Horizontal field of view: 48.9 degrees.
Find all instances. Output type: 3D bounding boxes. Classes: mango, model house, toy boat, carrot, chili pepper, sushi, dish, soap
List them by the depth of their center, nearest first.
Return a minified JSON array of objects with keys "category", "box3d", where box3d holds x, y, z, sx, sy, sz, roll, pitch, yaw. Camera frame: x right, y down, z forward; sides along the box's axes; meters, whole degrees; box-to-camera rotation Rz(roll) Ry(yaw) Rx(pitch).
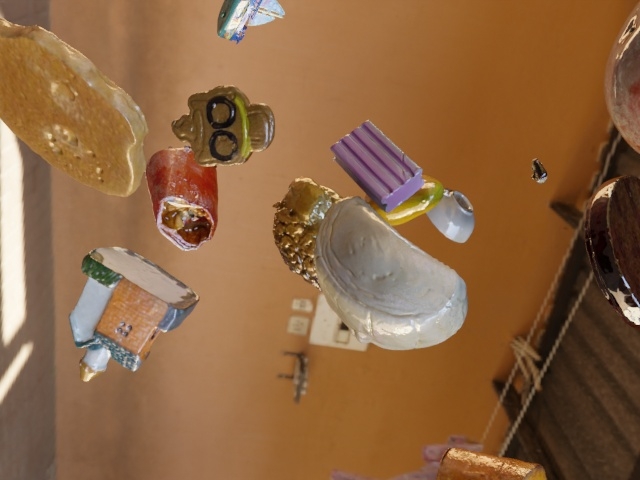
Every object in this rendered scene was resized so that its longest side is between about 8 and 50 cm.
[{"category":"toy boat","box3d":[-0.119,-0.440,1.323,0.175,0.110,0.091,-40,-133,55]},{"category":"soap","box3d":[0.129,-0.170,1.601,0.203,0.122,0.065,50,-7,29]},{"category":"model house","box3d":[-0.485,0.200,1.696,0.300,0.272,0.190,-59,178,4]},{"category":"mango","box3d":[0.214,-0.108,1.835,0.317,0.177,0.119,-7,-72,63]},{"category":"carrot","box3d":[0.451,0.645,1.900,0.254,0.196,0.195,14,-83,40]},{"category":"dish","box3d":[0.417,-0.109,2.228,0.086,0.236,0.227,-43,-117,31]},{"category":"sushi","box3d":[0.715,-0.231,2.315,0.046,0.044,0.083,79,-5,-60]},{"category":"chili pepper","box3d":[-0.448,-0.152,2.333,0.251,0.229,0.305,54,12,-46]}]

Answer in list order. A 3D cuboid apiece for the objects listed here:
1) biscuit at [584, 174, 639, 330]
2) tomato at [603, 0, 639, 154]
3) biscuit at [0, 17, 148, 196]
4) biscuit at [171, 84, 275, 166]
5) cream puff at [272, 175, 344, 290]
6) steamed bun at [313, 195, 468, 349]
[{"category":"biscuit","box3d":[0.796,0.037,1.767,0.091,0.408,0.407,-23,-127,46]},{"category":"tomato","box3d":[0.578,-0.250,1.029,0.317,0.283,0.316,24,90,-88]},{"category":"biscuit","box3d":[-0.501,-0.255,1.381,0.062,0.385,0.365,-54,177,-33]},{"category":"biscuit","box3d":[-0.257,-0.295,1.824,0.041,0.291,0.208,-34,122,-71]},{"category":"cream puff","box3d":[0.000,0.000,1.941,0.231,0.343,0.327,-46,-141,-7]},{"category":"steamed bun","box3d":[0.125,0.095,1.557,0.236,0.383,0.247,-45,149,-10]}]
